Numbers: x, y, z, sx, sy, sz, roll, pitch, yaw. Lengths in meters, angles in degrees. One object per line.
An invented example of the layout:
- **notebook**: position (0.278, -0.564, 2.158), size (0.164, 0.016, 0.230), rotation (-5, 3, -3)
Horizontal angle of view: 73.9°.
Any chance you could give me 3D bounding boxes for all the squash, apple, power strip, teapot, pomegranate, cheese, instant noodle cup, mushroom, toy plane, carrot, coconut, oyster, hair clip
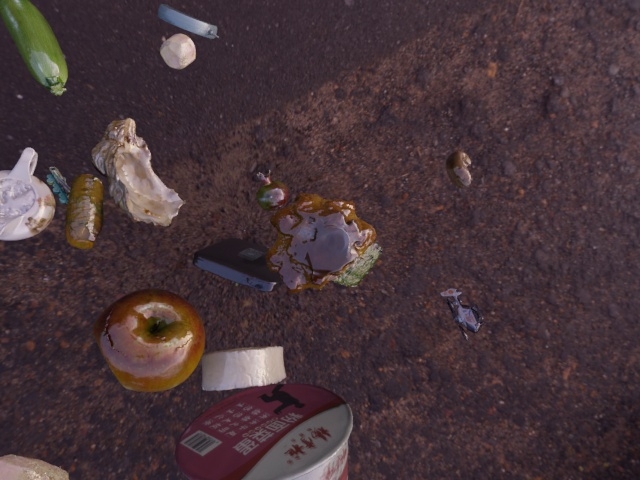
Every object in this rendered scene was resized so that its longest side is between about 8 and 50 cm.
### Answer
- **squash**: position (-0.803, -0.562, 1.198), size (0.107, 0.107, 0.394), rotation (-31, 74, -8)
- **apple**: position (-0.621, 0.366, 1.554), size (0.385, 0.374, 0.373), rotation (23, 87, -13)
- **power strip**: position (-0.423, -0.703, 1.376), size (0.216, 0.137, 0.044), rotation (22, 113, -5)
- **teapot**: position (-0.849, -0.113, 1.173), size (0.205, 0.139, 0.297), rotation (11, 62, -23)
- **pomegranate**: position (-0.188, -0.194, 1.660), size (0.130, 0.129, 0.159), rotation (-3, 95, -10)
- **cheese**: position (-0.309, 0.514, 1.732), size (0.332, 0.293, 0.152), rotation (15, 65, -51)
- **instant noodle cup**: position (-0.061, 0.328, 0.579), size (0.235, 0.235, 0.178), rotation (-10, 98, -10)
- **mushroom**: position (0.453, -0.241, 1.401), size (0.072, 0.209, 0.094), rotation (-16, 116, 26)
- **toy plane**: position (0.444, 0.220, 1.323), size (0.078, 0.197, 0.053), rotation (-17, 133, 1)
- **carrot**: position (-0.558, -0.067, 1.013), size (0.082, 0.082, 0.173), rotation (-2, 64, -10)
- **coconut**: position (-0.552, -0.743, 1.671), size (0.116, 0.116, 0.122), rotation (32, 51, -9)
- **oyster**: position (-0.374, -0.124, 0.836), size (0.108, 0.161, 0.232), rotation (-27, 77, 8)
- **hair clip**: position (-0.684, -0.137, 1.129), size (0.049, 0.049, 0.173), rotation (-45, 63, -6)
- **coconut**: position (-0.558, 0.472, 0.743), size (0.195, 0.194, 0.194), rotation (0, 91, -10)

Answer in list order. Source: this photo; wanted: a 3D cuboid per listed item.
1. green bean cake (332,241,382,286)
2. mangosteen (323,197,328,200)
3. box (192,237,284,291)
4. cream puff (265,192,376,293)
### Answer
- **green bean cake**: position (0.113, 0.064, 1.631), size (0.200, 0.113, 0.214), rotation (27, 103, -44)
- **mangosteen**: position (0.007, 0.009, 1.893), size (0.312, 0.311, 0.310), rotation (0, 91, -10)
- **box**: position (-0.241, 0.078, 1.430), size (0.290, 0.289, 0.073), rotation (19, 105, 10)
- **cream puff**: position (0.000, 0.000, 1.026), size (0.269, 0.155, 0.240), rotation (-6, 93, -5)
